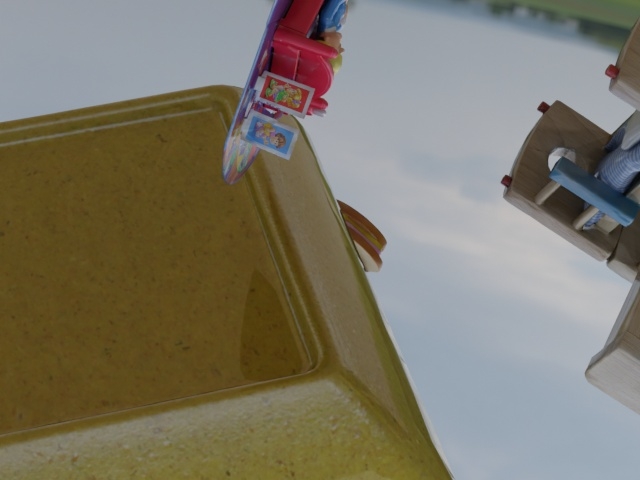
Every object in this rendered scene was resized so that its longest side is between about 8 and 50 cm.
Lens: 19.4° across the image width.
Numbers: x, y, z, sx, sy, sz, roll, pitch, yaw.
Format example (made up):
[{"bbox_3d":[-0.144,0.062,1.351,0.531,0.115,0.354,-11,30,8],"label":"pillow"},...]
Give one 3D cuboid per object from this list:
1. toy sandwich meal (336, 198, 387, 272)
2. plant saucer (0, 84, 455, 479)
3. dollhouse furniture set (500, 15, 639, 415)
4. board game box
[{"bbox_3d":[0.000,0.000,1.125,0.086,0.029,0.085,28,157,13],"label":"toy sandwich meal"},{"bbox_3d":[-0.129,0.037,0.937,0.333,0.081,0.333,-12,-137,-10],"label":"plant saucer"},{"bbox_3d":[0.148,0.006,0.865,0.129,0.183,0.129,32,149,-4],"label":"dollhouse furniture set"},{"bbox_3d":[0.001,-0.100,0.884,0.033,0.168,0.133,22,-167,5],"label":"board game box"}]
